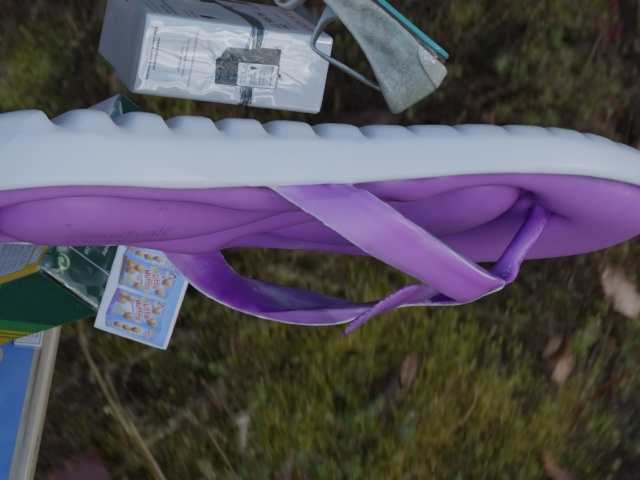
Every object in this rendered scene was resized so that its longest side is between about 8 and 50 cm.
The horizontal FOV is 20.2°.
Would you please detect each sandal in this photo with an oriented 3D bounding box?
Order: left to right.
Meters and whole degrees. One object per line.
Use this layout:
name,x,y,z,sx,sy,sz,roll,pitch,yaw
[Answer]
sandal,-0.005,0.004,0.956,0.416,0.169,0.102,2,75,-19

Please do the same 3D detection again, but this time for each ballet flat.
ballet flat,0.002,-0.140,1.031,0.052,0.057,0.168,-46,76,7

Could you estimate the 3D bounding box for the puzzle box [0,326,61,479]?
puzzle box,-0.426,0.202,1.838,0.272,0.052,0.409,5,59,0

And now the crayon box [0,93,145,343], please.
crayon box,-0.293,-0.005,1.754,0.083,0.323,0.203,39,56,-28

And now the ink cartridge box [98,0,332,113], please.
ink cartridge box,-0.110,-0.201,1.876,0.208,0.153,0.087,5,108,-24

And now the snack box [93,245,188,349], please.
snack box,-0.129,0.000,1.458,0.064,0.022,0.178,18,110,-3
